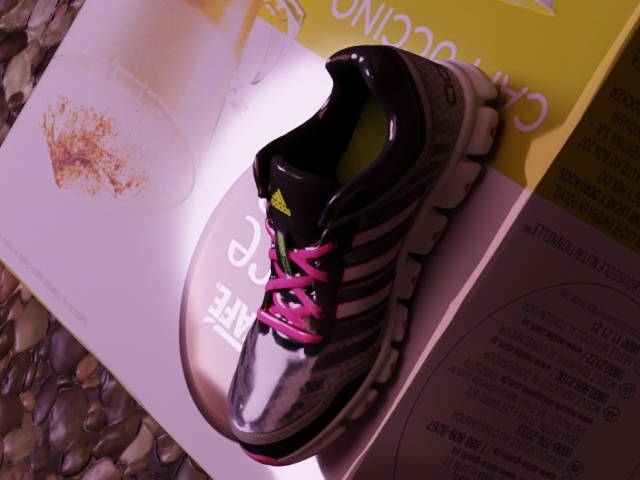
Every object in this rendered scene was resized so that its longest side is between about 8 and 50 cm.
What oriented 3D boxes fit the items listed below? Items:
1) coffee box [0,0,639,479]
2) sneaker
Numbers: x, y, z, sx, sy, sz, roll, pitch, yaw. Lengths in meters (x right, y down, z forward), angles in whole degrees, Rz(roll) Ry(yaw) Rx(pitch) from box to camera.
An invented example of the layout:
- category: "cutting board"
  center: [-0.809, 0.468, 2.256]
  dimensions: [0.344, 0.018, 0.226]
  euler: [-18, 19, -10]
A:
- category: "coffee box"
  center: [0.098, -0.023, 0.961]
  dimensions: [0.334, 0.338, 0.337]
  euler: [-58, 41, 6]
- category: "sneaker"
  center: [0.000, 0.000, 0.739]
  dimensions: [0.063, 0.075, 0.170]
  euler: [28, 91, 47]
